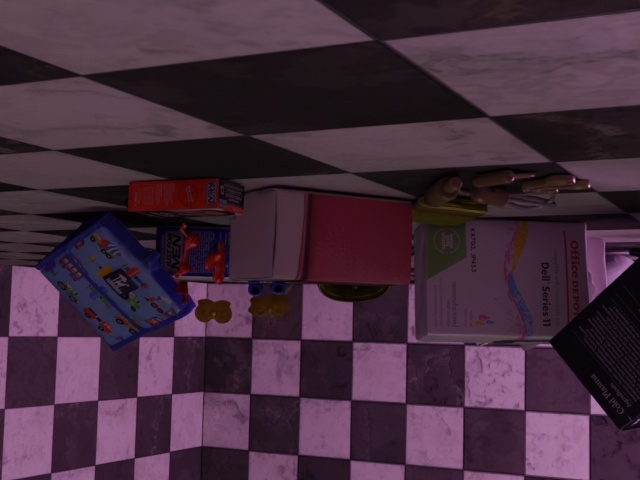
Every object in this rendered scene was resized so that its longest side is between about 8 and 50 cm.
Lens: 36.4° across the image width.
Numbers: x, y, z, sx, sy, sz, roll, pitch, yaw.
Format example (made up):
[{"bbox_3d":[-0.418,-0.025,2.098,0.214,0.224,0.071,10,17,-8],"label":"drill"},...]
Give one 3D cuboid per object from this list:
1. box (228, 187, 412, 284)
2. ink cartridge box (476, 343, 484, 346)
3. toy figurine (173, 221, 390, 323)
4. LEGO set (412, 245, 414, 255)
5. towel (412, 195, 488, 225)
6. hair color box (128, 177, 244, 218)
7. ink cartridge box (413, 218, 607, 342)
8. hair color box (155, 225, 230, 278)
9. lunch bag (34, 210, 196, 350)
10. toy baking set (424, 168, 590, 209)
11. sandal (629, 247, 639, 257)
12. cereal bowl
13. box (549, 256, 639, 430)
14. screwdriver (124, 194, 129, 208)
[{"bbox_3d":[0.000,0.000,1.419,0.232,0.127,0.148,4,176,-30],"label":"box"},{"bbox_3d":[0.302,0.094,1.895,0.115,0.198,0.273,-35,169,7],"label":"ink cartridge box"},{"bbox_3d":[-0.071,-0.001,1.694,0.362,0.191,0.217,-5,-154,-4],"label":"toy figurine"},{"bbox_3d":[0.095,0.014,2.158,0.244,0.060,0.182,3,-173,-3],"label":"LEGO set"},{"bbox_3d":[0.183,-0.045,1.496,0.102,0.021,0.237,7,176,-3],"label":"towel"},{"bbox_3d":[-0.181,-0.056,1.314,0.141,0.043,0.072,-2,173,26],"label":"hair color box"},{"bbox_3d":[0.346,0.073,1.687,0.353,0.207,0.119,1,168,-5],"label":"ink cartridge box"},{"bbox_3d":[-0.151,0.031,1.953,0.339,0.110,0.185,3,176,-2],"label":"hair color box"},{"bbox_3d":[-0.347,0.059,1.739,0.138,0.221,0.293,-48,-165,-32],"label":"lunch bag"},{"bbox_3d":[0.231,-0.057,1.261,0.196,0.030,0.256,2,175,-9],"label":"toy baking set"},{"bbox_3d":[0.774,0.033,2.147,0.179,0.040,0.067,15,171,8],"label":"sandal"},{"bbox_3d":[0.596,0.125,2.301,0.339,0.141,0.339,-25,171,-4],"label":"cereal bowl"},{"bbox_3d":[0.585,0.125,1.526,0.343,0.179,0.312,8,129,-52],"label":"box"},{"bbox_3d":[-0.293,-0.055,1.493,0.025,0.024,0.170,-28,-174,-17],"label":"screwdriver"}]
